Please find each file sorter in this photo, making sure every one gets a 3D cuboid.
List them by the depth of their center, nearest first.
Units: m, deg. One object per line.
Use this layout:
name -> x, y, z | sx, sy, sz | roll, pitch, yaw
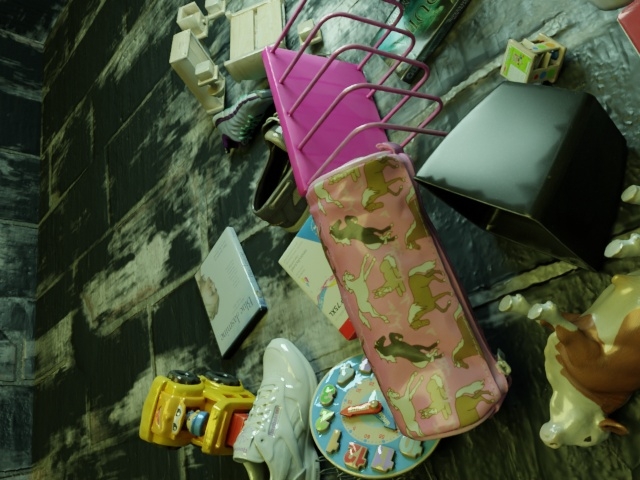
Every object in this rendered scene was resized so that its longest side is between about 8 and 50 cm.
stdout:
file sorter -> 0.061, -0.234, 0.957 | 0.182, 0.202, 0.290 | -44, 53, 47

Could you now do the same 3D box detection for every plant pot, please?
plant pot -> 0.266, -0.091, 0.749 | 0.187, 0.188, 0.167 | 28, 91, 49

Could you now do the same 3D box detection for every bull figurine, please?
bull figurine -> 0.325, 0.093, 0.657 | 0.310, 0.188, 0.101 | -50, 12, 20

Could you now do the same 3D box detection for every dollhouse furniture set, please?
dollhouse furniture set -> -0.149, -0.457, 1.411 | 0.356, 0.174, 0.303 | -15, 53, 16

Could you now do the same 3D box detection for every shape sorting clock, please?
shape sorting clock -> 0.084, 0.251, 0.893 | 0.206, 0.040, 0.206 | -9, 50, 11

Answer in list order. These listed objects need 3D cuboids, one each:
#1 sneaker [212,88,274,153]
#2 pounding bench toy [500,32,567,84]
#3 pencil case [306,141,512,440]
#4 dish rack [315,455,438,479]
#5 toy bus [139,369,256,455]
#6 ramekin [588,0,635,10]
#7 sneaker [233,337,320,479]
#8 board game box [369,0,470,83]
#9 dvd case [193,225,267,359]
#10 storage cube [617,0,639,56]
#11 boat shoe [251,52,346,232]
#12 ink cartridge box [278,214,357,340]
sneaker -> -0.161, -0.270, 1.369 | 0.224, 0.083, 0.098 | -15, 91, 51
pounding bench toy -> 0.294, -0.236, 0.835 | 0.052, 0.065, 0.083 | 55, 153, 40
pencil case -> 0.113, 0.064, 0.814 | 0.160, 0.167, 0.386 | 118, 129, -77
dish rack -> 0.075, 0.358, 0.942 | 0.208, 0.074, 0.271 | -47, 49, 31
toy bus -> -0.202, 0.352, 1.161 | 0.211, 0.220, 0.149 | 13, 87, 44
ramekin -> 0.364, -0.379, 0.633 | 0.277, 0.135, 0.277 | -44, 9, 8
sneaker -> -0.080, 0.322, 1.068 | 0.114, 0.152, 0.305 | -29, 60, 45
board game box -> 0.171, -0.380, 1.030 | 0.186, 0.026, 0.126 | -53, 47, 27
dvd case -> -0.212, 0.117, 1.365 | 0.180, 0.022, 0.253 | -52, 48, 28
storage cube -> 0.438, -0.177, 0.555 | 0.193, 0.184, 0.214 | -37, 56, 39
boat shoe -> -0.037, -0.189, 1.148 | 0.132, 0.130, 0.355 | 21, 97, 49
ink cartridge box -> 0.055, 0.063, 0.976 | 0.231, 0.078, 0.134 | 46, 118, 22
